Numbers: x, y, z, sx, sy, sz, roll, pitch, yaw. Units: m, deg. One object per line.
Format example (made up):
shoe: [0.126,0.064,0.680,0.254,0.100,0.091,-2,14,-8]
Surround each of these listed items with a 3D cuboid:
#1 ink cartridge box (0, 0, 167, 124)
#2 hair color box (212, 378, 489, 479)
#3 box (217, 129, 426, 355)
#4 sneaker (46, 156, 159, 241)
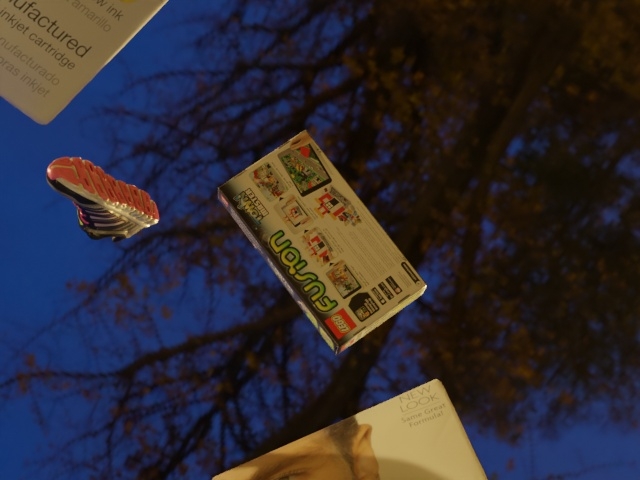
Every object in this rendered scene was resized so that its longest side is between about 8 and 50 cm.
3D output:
ink cartridge box: [-0.176,-0.319,0.921,0.279,0.384,0.160,38,-165,-32]
hair color box: [0.048,0.245,0.820,0.185,0.110,0.339,-24,-154,1]
box: [0.000,0.000,1.344,0.114,0.036,0.207,-34,-103,-13]
sneaker: [-0.266,-0.040,1.546,0.170,0.075,0.063,28,-151,-53]
